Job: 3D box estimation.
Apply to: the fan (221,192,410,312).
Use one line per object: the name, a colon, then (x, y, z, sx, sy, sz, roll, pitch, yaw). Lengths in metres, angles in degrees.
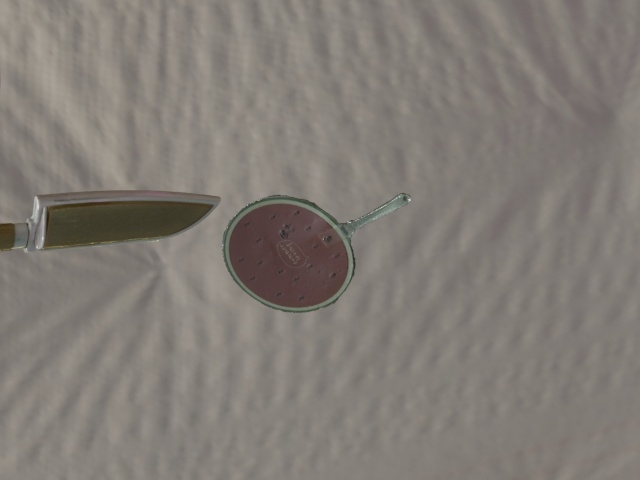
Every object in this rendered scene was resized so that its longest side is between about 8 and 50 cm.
fan: (0.000, 0.000, 1.135, 0.133, 0.005, 0.085, -25, -67, 27)

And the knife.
knife: (-0.185, -0.010, 1.254, 0.256, 0.022, 0.046, -5, -54, -26)
